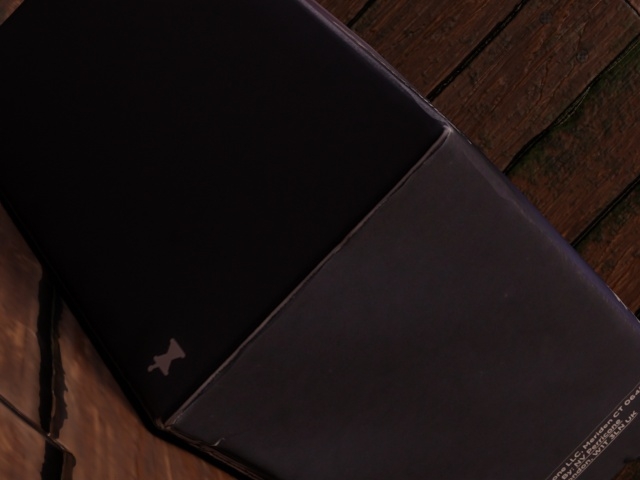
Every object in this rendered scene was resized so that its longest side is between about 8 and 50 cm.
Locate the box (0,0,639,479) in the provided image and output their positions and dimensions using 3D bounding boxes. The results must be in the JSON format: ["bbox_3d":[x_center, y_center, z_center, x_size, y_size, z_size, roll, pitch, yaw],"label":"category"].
[{"bbox_3d":[0.000,0.000,0.752,0.294,0.183,0.296,38,7,-47],"label":"box"}]
